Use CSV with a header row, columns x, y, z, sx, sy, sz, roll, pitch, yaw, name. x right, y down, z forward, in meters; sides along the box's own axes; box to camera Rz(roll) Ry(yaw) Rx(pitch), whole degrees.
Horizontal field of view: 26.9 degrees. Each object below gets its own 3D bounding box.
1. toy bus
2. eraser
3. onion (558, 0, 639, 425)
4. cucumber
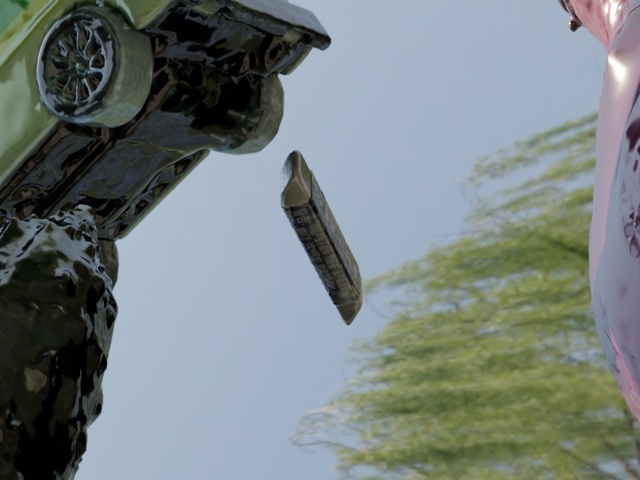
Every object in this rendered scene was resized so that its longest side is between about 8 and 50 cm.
x,y,z,sx,sy,sz,roll,pitch,yaw,name
-0.150,-0.064,0.665,0.165,0.276,0.133,57,-157,21,toy bus
0.000,0.000,0.655,0.027,0.019,0.099,-91,-22,-50,eraser
0.246,-0.050,0.619,0.398,0.420,0.398,-26,-49,-34,onion
-0.100,0.098,0.296,0.072,0.072,0.300,30,-137,-23,cucumber
